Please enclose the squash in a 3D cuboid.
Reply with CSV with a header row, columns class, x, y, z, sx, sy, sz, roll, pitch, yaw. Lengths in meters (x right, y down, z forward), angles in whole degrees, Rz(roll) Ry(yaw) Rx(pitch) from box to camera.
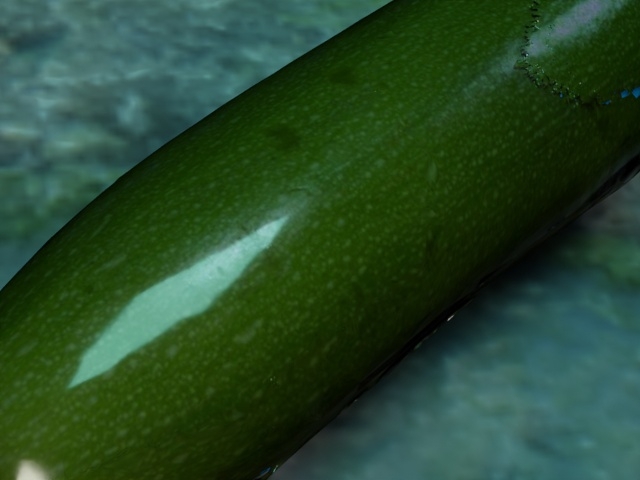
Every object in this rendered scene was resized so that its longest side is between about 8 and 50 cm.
class,x,y,z,sx,sy,sz,roll,pitch,yaw
squash,-0.001,-0.001,0.412,0.087,0.087,0.331,38,54,23
